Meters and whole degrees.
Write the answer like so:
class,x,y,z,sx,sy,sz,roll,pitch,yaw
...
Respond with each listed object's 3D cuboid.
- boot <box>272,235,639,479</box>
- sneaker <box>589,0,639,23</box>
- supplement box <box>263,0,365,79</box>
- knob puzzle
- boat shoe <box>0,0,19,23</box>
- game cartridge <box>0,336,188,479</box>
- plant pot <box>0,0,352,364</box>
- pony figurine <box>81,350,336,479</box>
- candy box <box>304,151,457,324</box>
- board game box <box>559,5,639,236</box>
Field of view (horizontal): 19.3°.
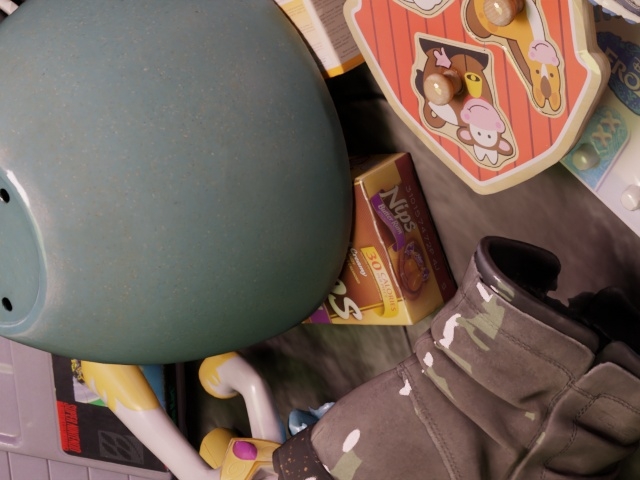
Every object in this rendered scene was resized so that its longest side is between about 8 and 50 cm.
class,x,y,z,sx,sy,sz,roll,pitch,yaw
boot,0.157,0.155,1.163,0.223,0.338,0.118,-43,36,17
sneaker,0.143,-0.167,0.932,0.135,0.052,0.058,54,140,3
supplement box,-0.012,-0.153,1.221,0.062,0.036,0.098,-12,107,53
knob puzzle,0.079,-0.109,1.067,0.213,0.030,0.213,29,136,33
boat shoe,-0.270,-0.057,1.547,0.114,0.091,0.302,27,135,35
game cartridge,-0.225,0.077,1.545,0.230,0.068,0.355,11,129,15
plant pot,-0.151,-0.034,1.245,0.290,0.195,0.290,23,126,36
pony figurine,-0.036,0.257,1.390,0.363,0.303,0.351,33,139,56
candy box,0.000,0.000,1.309,0.187,0.053,0.109,-3,113,49
board game box,0.197,-0.146,0.970,0.390,0.050,0.390,46,143,16
